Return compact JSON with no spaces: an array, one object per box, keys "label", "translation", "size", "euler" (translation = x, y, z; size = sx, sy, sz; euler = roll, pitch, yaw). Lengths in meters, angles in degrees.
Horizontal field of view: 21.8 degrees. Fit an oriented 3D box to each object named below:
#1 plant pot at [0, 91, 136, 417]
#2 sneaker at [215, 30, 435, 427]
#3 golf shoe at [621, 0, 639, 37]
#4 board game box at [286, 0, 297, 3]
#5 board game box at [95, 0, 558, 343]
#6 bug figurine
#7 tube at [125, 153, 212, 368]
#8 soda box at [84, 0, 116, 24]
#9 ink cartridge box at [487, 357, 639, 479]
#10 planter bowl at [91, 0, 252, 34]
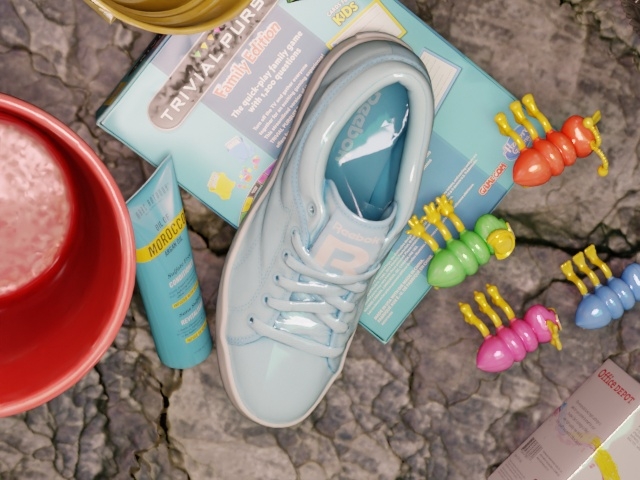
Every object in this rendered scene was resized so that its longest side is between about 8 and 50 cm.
[{"label":"plant pot","translation":[-0.297,-0.011,1.404],"size":[0.275,0.243,0.274],"euler":[-2,102,-8]},{"label":"sneaker","translation":[0.000,0.000,1.417],"size":[0.135,0.150,0.365],"euler":[14,100,-10]},{"label":"golf shoe","translation":[0.402,-0.199,1.556],"size":[0.273,0.105,0.120],"euler":[27,81,-19]},{"label":"board game box","translation":[-0.007,-0.341,1.430],"size":[0.136,0.030,0.259],"euler":[-18,89,-34]},{"label":"board game box","translation":[0.005,-0.108,1.513],"size":[0.336,0.079,0.253],"euler":[38,94,-13]},{"label":"bug figurine","translation":[0.204,0.015,1.515],"size":[0.216,0.072,0.279],"euler":[-36,127,-7]},{"label":"tube","translation":[-0.139,0.025,1.488],"size":[0.052,0.080,0.207],"euler":[13,136,24]},{"label":"soda box","translation":[-0.234,-0.272,1.453],"size":[0.181,0.061,0.058],"euler":[42,93,-14]},{"label":"ink cartridge box","translation":[0.277,0.228,1.598],"size":[0.127,0.128,0.176],"euler":[43,93,-14]},{"label":"planter bowl","translation":[-0.154,-0.263,1.393],"size":[0.217,0.090,0.217],"euler":[9,73,-30]}]
